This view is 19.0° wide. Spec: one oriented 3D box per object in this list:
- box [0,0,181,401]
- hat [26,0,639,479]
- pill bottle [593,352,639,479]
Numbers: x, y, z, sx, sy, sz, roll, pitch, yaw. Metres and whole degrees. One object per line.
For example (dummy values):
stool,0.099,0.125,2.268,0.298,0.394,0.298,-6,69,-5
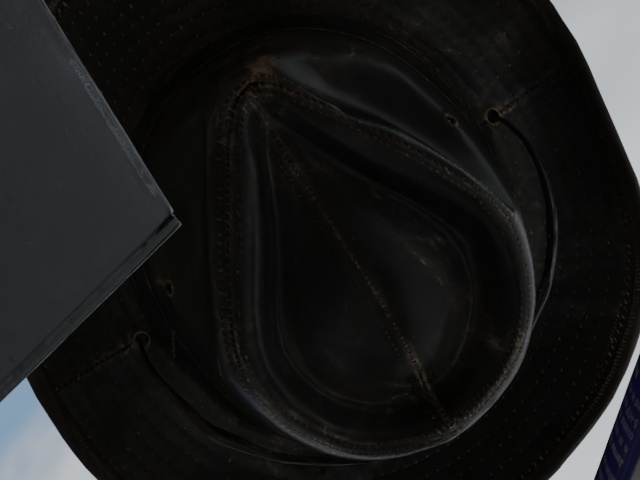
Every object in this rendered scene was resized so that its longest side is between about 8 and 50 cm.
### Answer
box,-0.149,-0.021,0.497,0.184,0.190,0.045,-44,-150,-27
hat,0.000,0.000,0.836,0.331,0.331,0.134,-50,-173,2
pill bottle,0.146,0.103,0.658,0.112,0.112,0.186,-82,-172,-69
